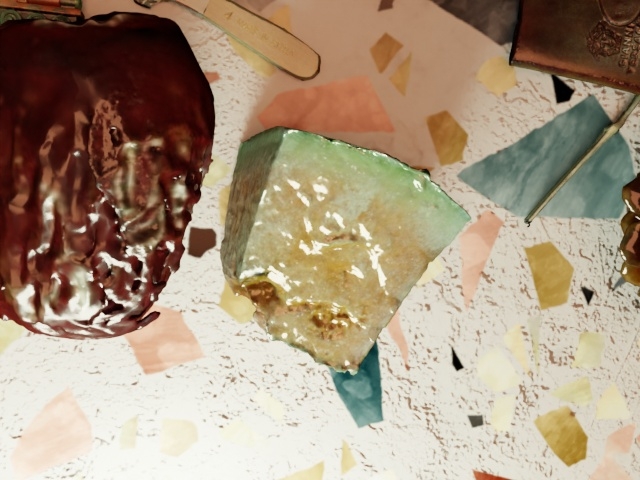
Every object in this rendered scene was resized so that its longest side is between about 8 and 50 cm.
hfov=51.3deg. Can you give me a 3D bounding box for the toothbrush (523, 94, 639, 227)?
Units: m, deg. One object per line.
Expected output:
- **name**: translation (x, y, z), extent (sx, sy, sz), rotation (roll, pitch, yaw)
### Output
- **toothbrush**: translation (0.381, -0.134, 0.925), extent (0.028, 0.026, 0.294), rotation (37, 94, -1)

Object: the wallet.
- **wallet**: translation (0.380, -0.269, 0.876), extent (0.256, 0.031, 0.137), rotation (11, 96, -6)

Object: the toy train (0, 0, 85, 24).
- **toy train**: translation (-0.324, -0.268, 0.773), extent (0.103, 0.044, 0.064), rotation (5, 91, -10)

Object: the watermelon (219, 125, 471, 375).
- **watermelon**: translation (0.002, -0.012, 0.843), extent (0.264, 0.151, 0.302), rotation (23, 115, -16)

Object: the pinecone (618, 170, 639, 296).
- **pinecone**: translation (0.604, -0.018, 0.832), extent (0.398, 0.398, 0.397), rotation (-2, 103, -9)

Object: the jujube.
- **jujube**: translation (-0.255, -0.073, 0.734), extent (0.259, 0.258, 0.376), rotation (12, 95, -12)

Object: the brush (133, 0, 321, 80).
- **brush**: translation (-0.144, -0.292, 0.806), extent (0.337, 0.020, 0.085), rotation (27, 96, -14)
